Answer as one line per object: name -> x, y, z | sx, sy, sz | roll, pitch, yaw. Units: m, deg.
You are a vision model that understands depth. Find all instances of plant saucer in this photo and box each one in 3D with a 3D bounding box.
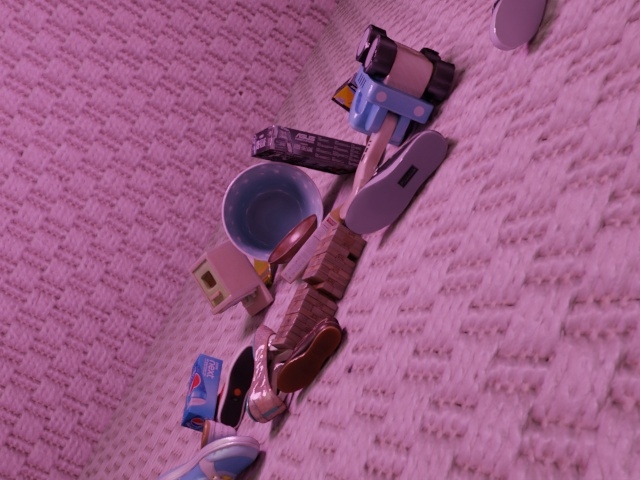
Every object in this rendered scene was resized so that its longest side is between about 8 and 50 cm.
plant saucer -> -0.072, 0.005, 2.131 | 0.198, 0.036, 0.198 | -43, 11, 11

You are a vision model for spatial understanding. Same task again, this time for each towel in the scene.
towel -> -0.201, 0.066, 2.468 | 0.102, 0.021, 0.237 | -41, 45, 43

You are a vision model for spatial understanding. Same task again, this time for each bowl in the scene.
bowl -> -0.146, -0.080, 2.313 | 0.312, 0.311, 0.163 | -60, -3, -5

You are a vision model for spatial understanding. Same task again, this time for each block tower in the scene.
block tower -> -0.002, 0.128, 1.811 | 0.335, 0.097, 0.091 | -63, 17, -22

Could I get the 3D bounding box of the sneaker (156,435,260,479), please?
sneaker -> -0.252, 0.598, 1.689 | 0.319, 0.127, 0.208 | -38, 41, 23

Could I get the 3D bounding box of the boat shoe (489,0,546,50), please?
boat shoe -> 0.440, -0.531, 1.673 | 0.102, 0.108, 0.301 | -29, 31, 59

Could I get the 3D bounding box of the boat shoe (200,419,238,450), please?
boat shoe -> -0.250, 0.516, 1.846 | 0.277, 0.096, 0.098 | 111, 167, -68

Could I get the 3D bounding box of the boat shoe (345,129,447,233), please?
boat shoe -> 0.174, -0.145, 1.752 | 0.306, 0.113, 0.105 | -52, 11, 12

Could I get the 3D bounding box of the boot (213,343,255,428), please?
boot -> -0.248, 0.408, 2.042 | 0.176, 0.088, 0.244 | -29, 37, 62

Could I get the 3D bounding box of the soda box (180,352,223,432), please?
soda box -> -0.321, 0.412, 1.997 | 0.067, 0.071, 0.210 | -58, 18, 33

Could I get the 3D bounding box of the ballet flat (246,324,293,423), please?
ballet flat -> -0.109, 0.314, 1.814 | 0.106, 0.107, 0.316 | -29, 33, 20

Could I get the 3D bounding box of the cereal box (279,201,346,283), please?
cereal box -> 0.000, 0.000, 2.004 | 0.240, 0.047, 0.173 | -51, -6, 26

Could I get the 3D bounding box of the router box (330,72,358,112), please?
router box -> 0.138, -0.410, 2.198 | 0.133, 0.179, 0.046 | -27, 33, 62

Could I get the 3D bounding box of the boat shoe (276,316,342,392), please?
boat shoe -> -0.024, 0.261, 1.680 | 0.207, 0.073, 0.073 | -47, 17, 14

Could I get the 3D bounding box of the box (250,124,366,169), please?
box -> -0.036, -0.269, 2.224 | 0.242, 0.307, 0.077 | -178, 98, -72

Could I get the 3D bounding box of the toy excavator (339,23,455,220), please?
toy excavator -> 0.167, -0.299, 1.957 | 0.433, 0.222, 0.445 | -99, 29, -64

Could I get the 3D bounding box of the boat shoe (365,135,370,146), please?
boat shoe -> 0.157, -0.253, 2.121 | 0.056, 0.048, 0.153 | -32, 36, 33

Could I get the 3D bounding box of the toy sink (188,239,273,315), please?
toy sink -> -0.284, 0.141, 2.289 | 0.131, 0.234, 0.153 | -30, -5, -39
